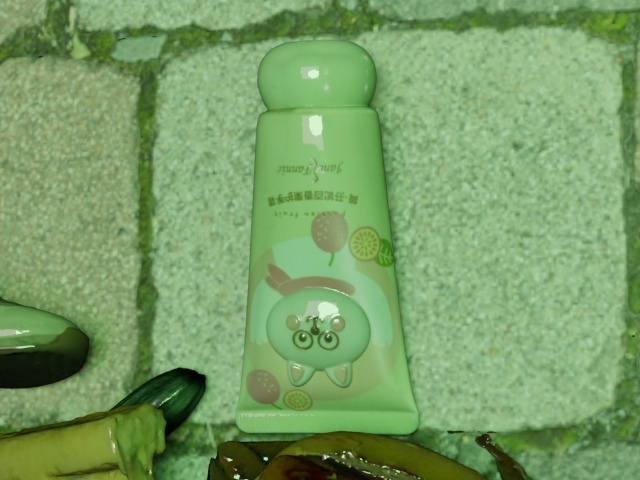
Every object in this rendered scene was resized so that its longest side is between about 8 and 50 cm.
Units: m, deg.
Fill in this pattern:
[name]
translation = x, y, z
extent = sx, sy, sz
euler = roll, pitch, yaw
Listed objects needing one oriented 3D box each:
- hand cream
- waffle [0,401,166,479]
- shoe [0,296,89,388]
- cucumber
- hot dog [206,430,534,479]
[hand cream]
translation = 0.000, 0.000, 0.903
extent = 0.147, 0.093, 0.306
euler = -1, 95, 9
[waffle]
translation = -0.230, 0.315, 0.890
extent = 0.304, 0.077, 0.348
euler = -16, 79, 28
[shoe]
translation = -0.318, 0.061, 0.956
extent = 0.275, 0.103, 0.098
euler = 7, 73, 11
[cucumber]
translation = -0.137, 0.140, 0.933
extent = 0.105, 0.048, 0.048
euler = -40, 78, 6
[hot dog]
translation = 0.069, 0.208, 0.808
extent = 0.326, 0.107, 0.194
euler = 2, 61, 4
